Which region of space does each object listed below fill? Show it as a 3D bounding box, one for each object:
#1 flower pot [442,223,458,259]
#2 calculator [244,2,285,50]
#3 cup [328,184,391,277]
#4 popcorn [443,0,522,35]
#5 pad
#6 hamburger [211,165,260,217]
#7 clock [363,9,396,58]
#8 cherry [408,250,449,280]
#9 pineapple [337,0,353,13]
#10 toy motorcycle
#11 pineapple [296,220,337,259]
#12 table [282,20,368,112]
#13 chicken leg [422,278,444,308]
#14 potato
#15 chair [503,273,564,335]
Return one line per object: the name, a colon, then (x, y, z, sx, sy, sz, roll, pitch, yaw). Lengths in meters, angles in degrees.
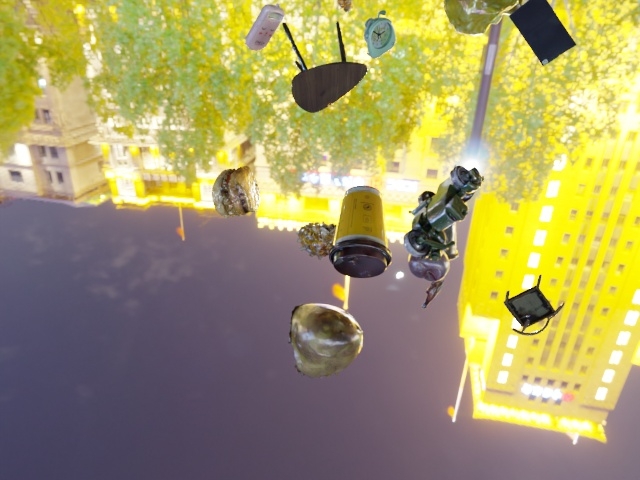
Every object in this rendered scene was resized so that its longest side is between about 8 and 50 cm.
flower pot: (0.545, -0.031, 2.229, 0.269, 0.166, 0.269, 11, -157, -5)
calculator: (-0.182, -0.701, 1.534, 0.032, 0.175, 0.100, 51, -145, 10)
cup: (0.130, -0.028, 1.489, 0.197, 0.196, 0.279, 4, -122, 3)
popcorn: (0.543, -0.842, 1.580, 0.277, 0.276, 0.225, 8, -142, 11)
pad: (0.665, -0.633, 1.406, 0.004, 0.193, 0.116, -41, -172, -32)
hamburger: (-0.395, -0.228, 2.189, 0.163, 0.244, 0.244, -9, -158, 19)
clock: (0.260, -0.928, 2.096, 0.148, 0.188, 0.060, -33, -130, -8)
cherry: (0.451, 0.088, 1.936, 0.176, 0.139, 0.176, 8, -140, -7)
pineapple: (0.102, -1.006, 1.913, 0.069, 0.137, 0.116, 8, -109, 11)
toy motorcycle: (0.328, -0.074, 1.230, 0.127, 0.205, 0.275, 37, -130, -12)
pineapple: (-0.003, -0.002, 2.211, 0.335, 0.161, 0.158, -4, 159, 27)
table: (0.000, -0.716, 1.852, 0.318, 0.248, 0.317, -19, 166, -5)
chicken leg: (0.550, 0.243, 2.280, 0.053, 0.205, 0.093, 34, -176, 14)
potato: (0.048, 0.358, 1.703, 0.289, 0.300, 0.237, -5, 170, -45)
chair: (0.913, 0.293, 2.030, 0.188, 0.272, 0.166, -27, -124, 2)
